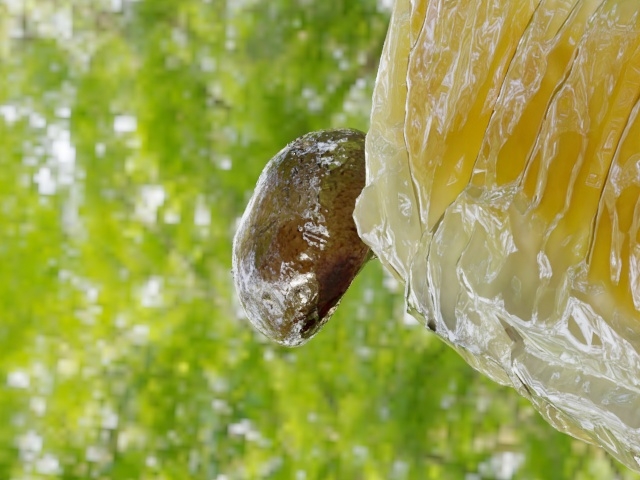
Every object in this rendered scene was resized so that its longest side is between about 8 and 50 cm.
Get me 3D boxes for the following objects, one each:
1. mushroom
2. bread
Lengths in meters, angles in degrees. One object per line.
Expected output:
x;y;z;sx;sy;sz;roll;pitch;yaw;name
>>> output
0.000;0.000;1.057;0.127;0.087;0.127;-162;90;-80;mushroom
0.146;-0.018;0.623;0.388;0.183;0.236;-123;46;-61;bread
